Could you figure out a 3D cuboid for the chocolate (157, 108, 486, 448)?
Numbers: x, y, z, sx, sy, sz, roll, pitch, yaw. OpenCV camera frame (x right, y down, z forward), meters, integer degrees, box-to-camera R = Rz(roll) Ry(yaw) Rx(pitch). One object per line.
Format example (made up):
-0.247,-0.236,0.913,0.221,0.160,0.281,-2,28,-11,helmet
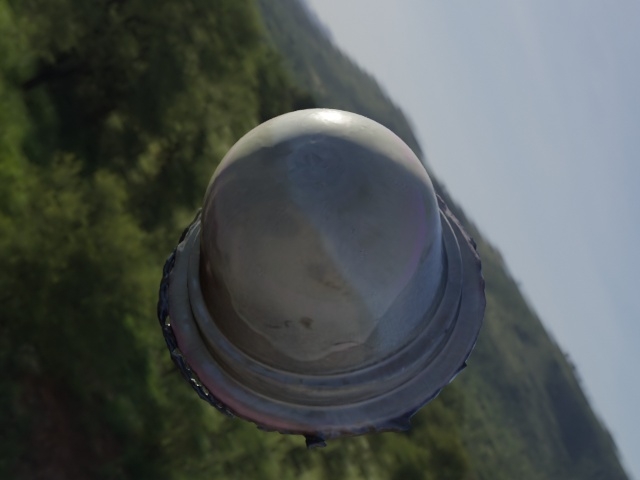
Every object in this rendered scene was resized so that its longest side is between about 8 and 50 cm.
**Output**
0.006,-0.006,0.884,0.147,0.221,0.221,97,-27,-52,chocolate
